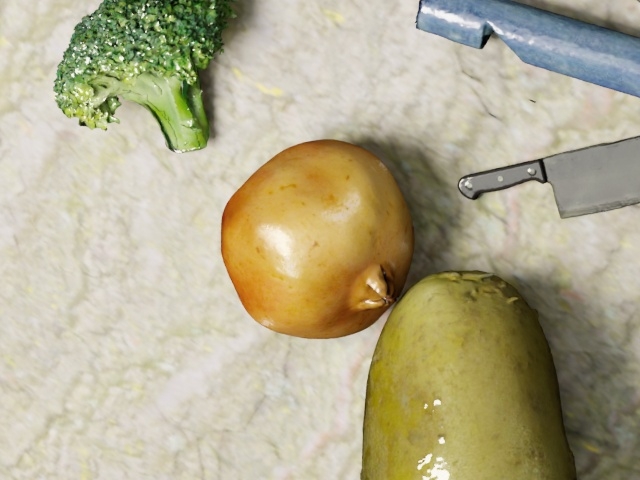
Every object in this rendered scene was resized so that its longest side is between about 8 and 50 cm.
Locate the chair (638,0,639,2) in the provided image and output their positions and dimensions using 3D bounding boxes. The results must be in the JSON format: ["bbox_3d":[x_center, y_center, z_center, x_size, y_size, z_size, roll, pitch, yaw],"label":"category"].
[{"bbox_3d":[0.232,-0.367,1.613,0.319,0.160,0.186,30,105,7],"label":"chair"}]

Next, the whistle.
[{"bbox_3d":[0.247,-0.198,1.687,0.304,0.062,0.062,19,104,12],"label":"whistle"}]

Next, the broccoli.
[{"bbox_3d":[-0.173,-0.175,1.778,0.219,0.194,0.194,-25,92,-4],"label":"broccoli"}]

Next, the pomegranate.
[{"bbox_3d":[-0.005,-0.001,1.723,0.209,0.209,0.209,3,100,16],"label":"pomegranate"}]

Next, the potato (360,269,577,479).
[{"bbox_3d":[0.150,0.213,1.701,0.219,0.270,0.359,-1,75,-6],"label":"potato"}]

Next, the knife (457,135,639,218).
[{"bbox_3d":[0.266,-0.060,1.729,0.245,0.019,0.072,-11,97,16],"label":"knife"}]
